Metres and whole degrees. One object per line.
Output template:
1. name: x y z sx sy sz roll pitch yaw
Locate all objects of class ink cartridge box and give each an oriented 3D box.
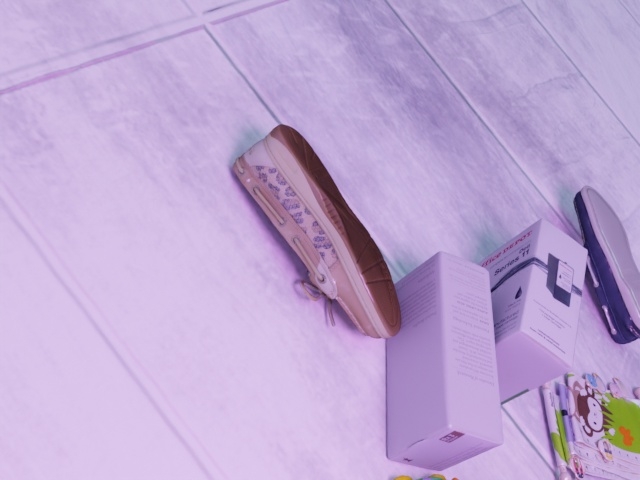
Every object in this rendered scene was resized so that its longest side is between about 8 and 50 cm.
1. ink cartridge box: 0.253 0.093 1.084 0.087 0.153 0.208 36 45 -11

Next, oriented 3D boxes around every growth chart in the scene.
1. growth chart: 0.394 0.261 1.173 0.237 0.021 0.172 13 54 -31

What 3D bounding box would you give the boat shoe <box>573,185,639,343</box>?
1. boat shoe: 0.450 0.037 1.323 0.095 0.079 0.255 -6 68 -42

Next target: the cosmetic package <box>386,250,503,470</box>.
1. cosmetic package: 0.142 0.141 0.992 0.085 0.117 0.231 20 52 -25

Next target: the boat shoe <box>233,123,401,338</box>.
1. boat shoe: 0.000 0.000 1.012 0.285 0.089 0.104 60 20 8

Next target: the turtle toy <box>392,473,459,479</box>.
1. turtle toy: 0.116 0.294 0.904 0.130 0.066 0.095 9 57 -33
